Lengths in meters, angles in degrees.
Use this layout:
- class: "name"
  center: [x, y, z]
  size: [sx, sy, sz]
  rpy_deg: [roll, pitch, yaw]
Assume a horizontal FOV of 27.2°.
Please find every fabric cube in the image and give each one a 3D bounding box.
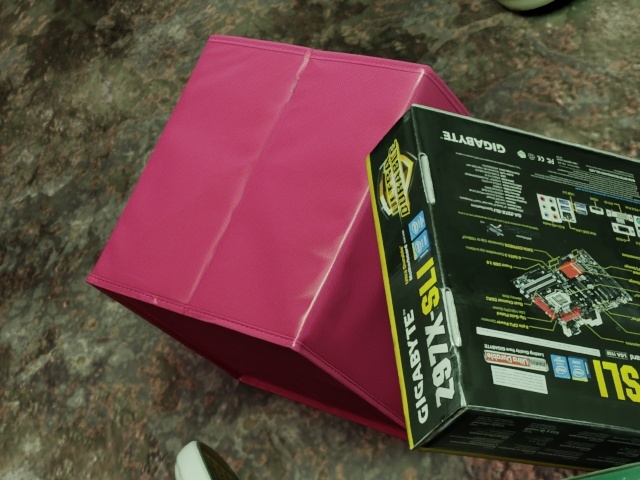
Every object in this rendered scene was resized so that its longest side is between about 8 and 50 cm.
- class: "fabric cube"
  center: [0.000, 0.000, 1.192]
  size: [0.259, 0.254, 0.258]
  rpy_deg: [15, 74, 37]

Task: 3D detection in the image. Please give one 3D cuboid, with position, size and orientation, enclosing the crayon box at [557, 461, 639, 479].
- class: "crayon box"
  center: [0.239, 0.333, 0.870]
  size: [0.083, 0.203, 0.323]
  rpy_deg: [-18, 55, 24]

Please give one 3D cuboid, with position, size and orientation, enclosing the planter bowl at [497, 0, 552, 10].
- class: "planter bowl"
  center: [0.201, -0.328, 1.322]
  size: [0.162, 0.109, 0.162]
  rpy_deg: [-32, 41, 33]

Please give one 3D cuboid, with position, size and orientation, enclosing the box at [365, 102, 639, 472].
- class: "box"
  center: [0.203, 0.047, 0.997]
  size: [0.079, 0.322, 0.257]
  rpy_deg: [-49, 39, 47]

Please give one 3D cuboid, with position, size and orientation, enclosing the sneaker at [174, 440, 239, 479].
- class: "sneaker"
  center: [-0.096, 0.309, 1.138]
  size: [0.123, 0.106, 0.290]
  rpy_deg: [-32, 51, 9]
